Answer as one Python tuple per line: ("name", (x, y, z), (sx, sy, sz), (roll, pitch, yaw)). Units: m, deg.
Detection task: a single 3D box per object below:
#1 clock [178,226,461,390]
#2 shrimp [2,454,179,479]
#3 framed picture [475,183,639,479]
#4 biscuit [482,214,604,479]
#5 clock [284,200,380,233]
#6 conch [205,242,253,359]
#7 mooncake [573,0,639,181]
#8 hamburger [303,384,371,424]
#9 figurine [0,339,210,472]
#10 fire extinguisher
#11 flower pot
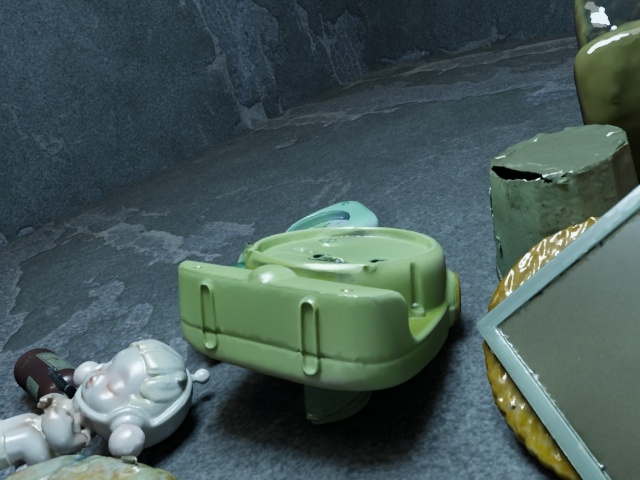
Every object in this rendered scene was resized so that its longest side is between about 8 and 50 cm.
("clock", (0.027, 0.057, 0.682), (0.286, 0.117, 0.348), (5, 13, 32))
("shrimp", (-0.185, 0.286, 0.415), (0.360, 0.085, 0.247), (15, 32, 38))
("framed picture", (0.285, 0.057, 0.400), (0.293, 0.018, 0.231), (-46, 44, 20))
("biscuit", (0.263, 0.088, 0.468), (0.254, 0.035, 0.253), (-18, 55, 28))
("clock", (0.000, 0.000, 1.004), (0.211, 0.066, 0.159), (-23, 22, -5))
("conch", (-0.132, 0.088, 0.846), (0.188, 0.122, 0.176), (-37, 7, -40))
("mooncake", (0.507, -0.285, 0.805), (0.246, 0.393, 0.393), (-5, -14, 26))
("hamburger", (0.021, 0.163, 0.635), (0.084, 0.054, 0.121), (-14, 24, 3))
("figurine", (-0.253, 0.216, 0.652), (0.257, 0.144, 0.182), (-31, 4, -19))
("fire extinguisher", (-0.400, 0.210, 0.813), (0.231, 0.099, 0.071), (5, 38, 48))
("flower pot", (0.279, -0.011, 0.629), (0.212, 0.202, 0.212), (-21, 22, 9))
